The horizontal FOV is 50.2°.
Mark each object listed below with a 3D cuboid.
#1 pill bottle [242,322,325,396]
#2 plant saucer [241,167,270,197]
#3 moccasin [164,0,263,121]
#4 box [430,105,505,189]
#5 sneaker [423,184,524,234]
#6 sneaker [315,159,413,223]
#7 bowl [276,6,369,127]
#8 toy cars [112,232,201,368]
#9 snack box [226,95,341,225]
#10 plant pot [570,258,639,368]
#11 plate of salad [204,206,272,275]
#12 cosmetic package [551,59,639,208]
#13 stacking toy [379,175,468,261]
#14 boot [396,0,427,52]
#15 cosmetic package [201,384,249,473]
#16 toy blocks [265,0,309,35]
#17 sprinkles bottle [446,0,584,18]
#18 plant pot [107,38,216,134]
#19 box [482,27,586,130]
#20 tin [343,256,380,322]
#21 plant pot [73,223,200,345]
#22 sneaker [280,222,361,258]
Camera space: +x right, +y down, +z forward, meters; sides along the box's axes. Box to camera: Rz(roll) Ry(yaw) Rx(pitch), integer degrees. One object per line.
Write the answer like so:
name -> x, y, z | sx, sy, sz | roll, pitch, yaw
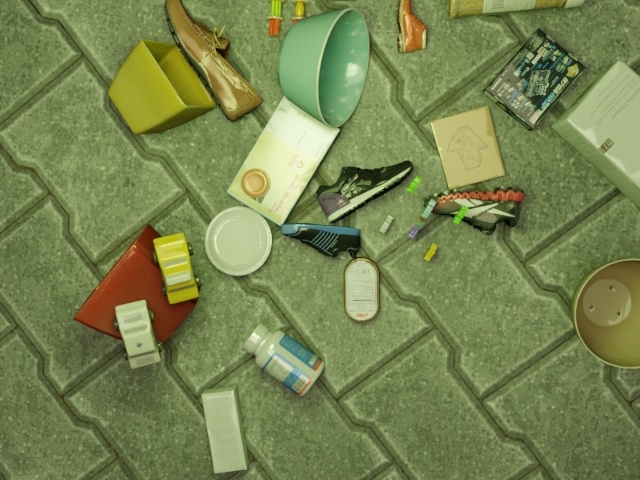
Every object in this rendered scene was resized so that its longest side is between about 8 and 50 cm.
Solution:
pill bottle -> -0.108, 0.333, 1.945 | 0.221, 0.124, 0.124 | 37, 96, 1
plant saucer -> -0.182, -0.161, 1.911 | 0.083, 0.013, 0.083 | 1, 95, 6
moccasin -> -0.298, -0.520, 1.895 | 0.147, 0.139, 0.380 | -35, 88, 0
box -> 0.413, -0.258, 1.917 | 0.164, 0.021, 0.201 | -15, 93, 5
sneaker -> 0.424, -0.080, 1.889 | 0.276, 0.097, 0.135 | -2, 92, 3
sneaker -> 0.118, -0.169, 1.906 | 0.283, 0.107, 0.124 | -30, 85, 6
bowl -> -0.005, -0.468, 1.818 | 0.163, 0.311, 0.311 | 16, 95, 22
toy cars -> -0.418, 0.170, 1.756 | 0.176, 0.087, 0.393 | 27, 101, -23
snack box -> -0.104, -0.223, 1.937 | 0.187, 0.060, 0.322 | 32, 96, 3
plant pot -> 0.799, 0.182, 1.833 | 0.284, 0.191, 0.284 | 0, 93, 4
plate of salad -> -0.235, 0.002, 1.970 | 0.200, 0.048, 0.200 | -1, 85, 9
cosmetic package -> 0.841, -0.260, 1.817 | 0.385, 0.156, 0.217 | 41, 94, 2
stacking toy -> 0.281, -0.060, 1.877 | 0.167, 0.052, 0.221 | 32, 130, 2
boot -> 0.253, -0.602, 1.890 | 0.084, 0.059, 0.158 | -5, 102, 2
cosmetic package -> -0.277, 0.552, 2.004 | 0.099, 0.060, 0.239 | -8, 94, 7
toy blocks -> -0.094, -0.599, 1.914 | 0.123, 0.054, 0.148 | 3, 95, 3
sprinkles bottle -> 0.520, -0.672, 1.829 | 0.355, 0.121, 0.121 | -4, 94, 5
plant pot -> -0.453, -0.406, 1.888 | 0.187, 0.212, 0.212 | -32, 91, 18
box -> 0.585, -0.442, 1.875 | 0.175, 0.051, 0.220 | 40, 96, 1
tin -> 0.117, 0.141, 1.960 | 0.106, 0.040, 0.189 | 0, 94, 9
plant pot -> -0.485, 0.148, 1.905 | 0.236, 0.267, 0.267 | 40, 96, -13
sneaker -> 0.000, 0.000, 1.920 | 0.232, 0.081, 0.090 | 5, 94, -9
